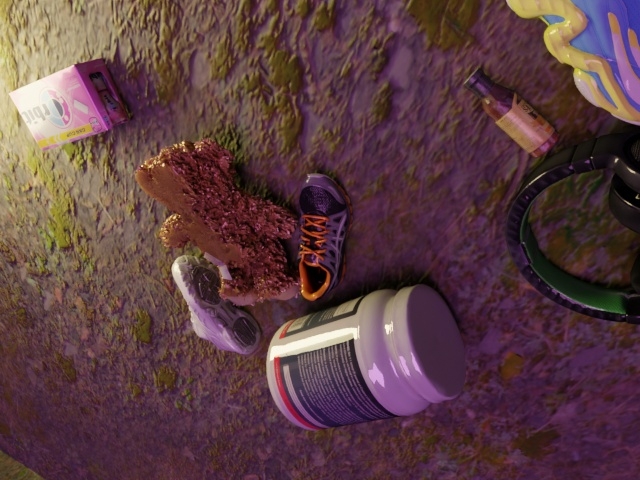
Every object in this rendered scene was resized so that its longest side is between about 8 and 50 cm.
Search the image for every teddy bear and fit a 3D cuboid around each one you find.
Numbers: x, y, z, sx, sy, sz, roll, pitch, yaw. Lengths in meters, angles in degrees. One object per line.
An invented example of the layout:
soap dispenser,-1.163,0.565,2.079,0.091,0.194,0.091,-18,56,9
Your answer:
teddy bear,-0.152,-0.020,0.818,0.245,0.113,0.338,-27,113,42

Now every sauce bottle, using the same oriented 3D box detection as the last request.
sauce bottle,0.227,-0.155,0.584,0.128,0.042,0.042,41,127,-5

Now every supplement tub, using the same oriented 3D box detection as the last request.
supplement tub,0.067,0.188,0.772,0.272,0.191,0.191,-24,107,34

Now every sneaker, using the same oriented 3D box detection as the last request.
sneaker,0.000,0.000,0.759,0.084,0.083,0.214,7,120,23
sneaker,0.289,-0.212,0.463,0.240,0.091,0.126,40,164,0
sneaker,-0.224,0.136,0.944,0.115,0.090,0.232,-21,108,37

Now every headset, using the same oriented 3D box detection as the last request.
headset,0.418,-0.029,0.541,0.394,0.185,0.243,-7,122,45

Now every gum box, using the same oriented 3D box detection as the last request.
gum box,-0.422,-0.229,0.827,0.189,0.062,0.107,-7,116,28
